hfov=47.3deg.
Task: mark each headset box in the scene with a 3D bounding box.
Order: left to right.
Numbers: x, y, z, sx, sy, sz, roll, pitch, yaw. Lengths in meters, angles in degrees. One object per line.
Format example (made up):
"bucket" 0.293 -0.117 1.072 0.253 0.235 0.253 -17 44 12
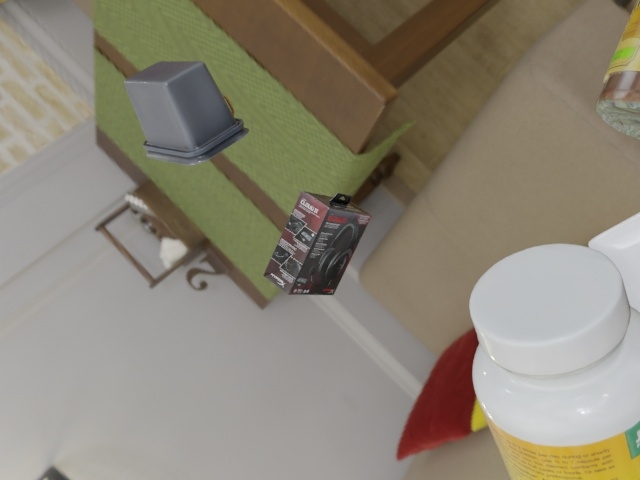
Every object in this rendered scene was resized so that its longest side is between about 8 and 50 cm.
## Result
"headset box" 0.000 0.000 0.574 0.032 0.062 0.083 35 105 32

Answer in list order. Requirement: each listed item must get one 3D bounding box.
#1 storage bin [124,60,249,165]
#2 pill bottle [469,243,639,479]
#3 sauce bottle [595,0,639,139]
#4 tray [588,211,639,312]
"storage bin" -0.151 -0.150 0.811 0.135 0.098 0.091 18 137 50
"pill bottle" 0.167 0.108 0.473 0.117 0.117 0.208 13 138 47
"sauce bottle" 0.396 -0.270 0.749 0.111 0.344 0.111 24 176 2
"tray" 0.415 0.072 0.777 0.030 0.145 0.270 40 -156 -49
